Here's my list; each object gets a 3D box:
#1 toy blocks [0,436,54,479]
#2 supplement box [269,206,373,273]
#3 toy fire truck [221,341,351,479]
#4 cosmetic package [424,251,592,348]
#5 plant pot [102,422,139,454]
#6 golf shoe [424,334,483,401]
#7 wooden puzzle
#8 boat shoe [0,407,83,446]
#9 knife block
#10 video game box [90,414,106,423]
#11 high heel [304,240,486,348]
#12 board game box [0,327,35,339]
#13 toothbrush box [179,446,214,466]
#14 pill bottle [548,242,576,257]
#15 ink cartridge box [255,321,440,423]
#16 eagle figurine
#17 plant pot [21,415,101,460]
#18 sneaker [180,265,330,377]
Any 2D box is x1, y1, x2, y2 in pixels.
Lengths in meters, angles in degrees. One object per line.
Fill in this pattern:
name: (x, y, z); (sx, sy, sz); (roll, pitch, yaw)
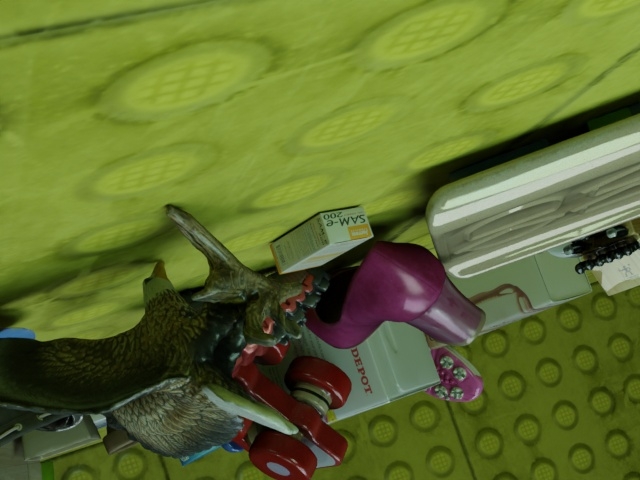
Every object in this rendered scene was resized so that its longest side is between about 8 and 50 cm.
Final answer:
toy blocks: (-0.621, 0.372, 1.691); (0.260, 0.191, 0.381); (-9, 171, 11)
supplement box: (0.000, 0.000, 1.147); (0.062, 0.036, 0.098); (-10, 167, -40)
toy fire truck: (-0.116, 0.245, 1.615); (0.254, 0.302, 0.169); (-20, -144, 51)
cosmetic package: (0.333, 0.094, 2.022); (0.153, 0.129, 0.296); (-8, 164, -44)
plant pot: (-0.270, 0.266, 1.838); (0.237, 0.110, 0.237); (-24, 173, -3)
golf shoe: (0.204, 0.216, 2.181); (0.140, 0.306, 0.115); (-27, 139, -54)
wooden puzzle: (0.272, -0.067, 1.213); (0.322, 0.081, 0.348); (-21, 165, 5)
boat shoe: (-0.430, 0.263, 1.587); (0.112, 0.096, 0.335); (-25, 169, 30)
knife block: (0.393, -0.053, 1.536); (0.088, 0.242, 0.276); (-23, -146, 25)
video game box: (-0.375, 0.328, 2.189); (0.205, 0.048, 0.187); (-17, 167, -15)
high heel: (0.038, 0.049, 1.388); (0.181, 0.127, 0.377); (38, 157, -26)
board game box: (-0.369, 0.109, 1.067); (0.168, 0.033, 0.133); (-24, 166, -9)
toothbrush box: (-0.152, 0.316, 2.169); (0.216, 0.126, 0.295); (-20, 169, -47)
pill bottle: (0.388, -0.011, 1.701); (0.078, 0.078, 0.137); (-24, 169, 24)
ink cartridge box: (0.015, 0.195, 1.771); (0.270, 0.198, 0.197); (-24, 169, 29)
eagle figurine: (-0.161, 0.112, 0.997); (0.298, 0.226, 0.225); (-35, -169, 17)
plant pot: (-0.429, 0.293, 1.755); (0.109, 0.096, 0.109); (-18, 170, -5)
sneaker: (-0.109, 0.094, 1.294); (0.276, 0.135, 0.098); (-40, 167, -26)
